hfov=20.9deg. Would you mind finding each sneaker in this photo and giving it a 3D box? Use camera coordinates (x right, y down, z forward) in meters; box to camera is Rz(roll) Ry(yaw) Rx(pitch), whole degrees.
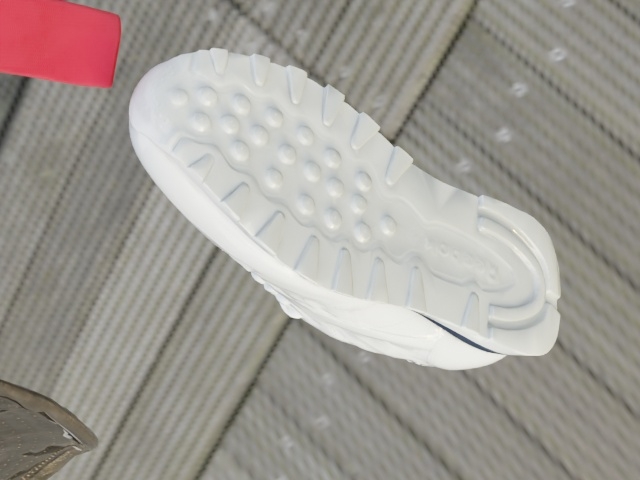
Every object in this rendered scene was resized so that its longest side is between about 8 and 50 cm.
[{"bbox_3d":[0.000,0.000,0.759,0.095,0.235,0.090,-15,52,46],"label":"sneaker"}]

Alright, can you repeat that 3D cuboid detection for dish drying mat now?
[{"bbox_3d":[-0.109,-0.079,0.675,0.008,0.083,0.032,16,97,36],"label":"dish drying mat"}]

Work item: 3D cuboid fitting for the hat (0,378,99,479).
[{"bbox_3d":[-0.231,0.130,0.628,0.331,0.331,0.134,-26,61,40],"label":"hat"}]
